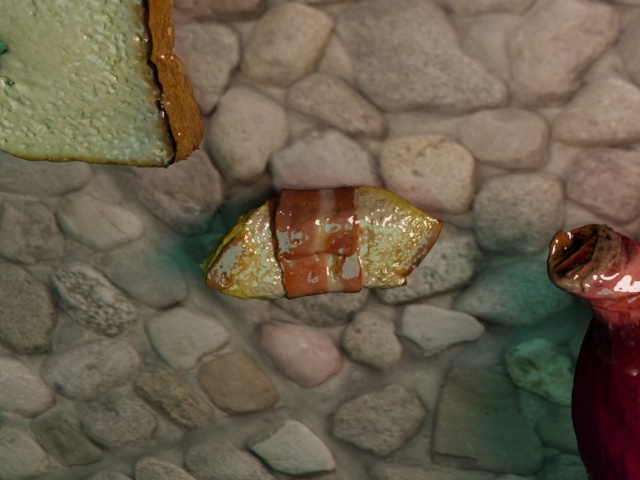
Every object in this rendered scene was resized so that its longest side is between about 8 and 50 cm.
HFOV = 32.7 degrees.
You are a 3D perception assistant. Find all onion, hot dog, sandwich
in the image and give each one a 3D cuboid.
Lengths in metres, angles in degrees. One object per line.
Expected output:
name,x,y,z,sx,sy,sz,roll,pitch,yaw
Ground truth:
onion,0.357,0.112,1.014,0.385,0.348,0.347,38,126,-17
hot dog,-0.001,0.000,1.181,0.261,0.093,0.123,-3,118,-2
sandwich,-0.257,-0.205,1.091,0.248,0.095,0.273,3,126,12
